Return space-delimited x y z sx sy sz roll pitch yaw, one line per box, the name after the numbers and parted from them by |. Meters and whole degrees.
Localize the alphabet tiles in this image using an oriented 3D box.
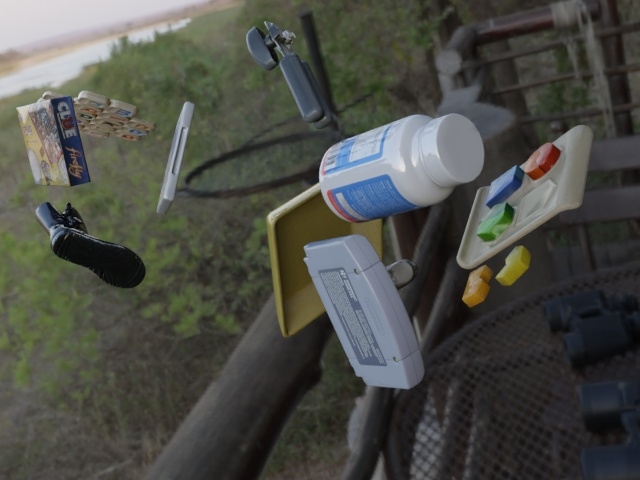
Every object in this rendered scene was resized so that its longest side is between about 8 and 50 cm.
-0.559 -0.308 2.234 0.277 0.021 0.284 15 -15 -27 | alphabet tiles

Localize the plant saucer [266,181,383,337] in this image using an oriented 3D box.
0.000 0.000 1.995 0.081 0.333 0.332 28 48 35 | plant saucer

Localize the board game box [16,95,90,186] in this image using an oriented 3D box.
-0.523 -0.190 1.761 0.042 0.165 0.243 -17 13 -30 | board game box

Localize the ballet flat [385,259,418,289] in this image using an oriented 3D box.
0.135 0.111 2.233 0.249 0.084 0.058 -29 -3 28 | ballet flat

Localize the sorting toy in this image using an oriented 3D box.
0.301 -0.043 1.382 0.229 0.041 0.307 -34 21 41 | sorting toy

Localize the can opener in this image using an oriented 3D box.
-0.060 -0.338 1.848 0.093 0.280 0.074 -39 -30 20 | can opener

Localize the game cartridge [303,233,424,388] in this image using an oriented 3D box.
0.082 0.132 1.663 0.062 0.297 0.198 -29 10 -33 | game cartridge

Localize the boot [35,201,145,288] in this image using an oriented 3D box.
-0.541 0.003 2.124 0.094 0.246 0.207 -57 35 8 | boot

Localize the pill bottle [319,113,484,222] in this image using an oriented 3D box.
0.110 -0.100 1.228 0.124 0.124 0.221 -28 10 -38 | pill bottle

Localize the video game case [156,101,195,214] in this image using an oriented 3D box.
-0.290 -0.159 1.803 0.023 0.194 0.212 14 -9 -12 | video game case
